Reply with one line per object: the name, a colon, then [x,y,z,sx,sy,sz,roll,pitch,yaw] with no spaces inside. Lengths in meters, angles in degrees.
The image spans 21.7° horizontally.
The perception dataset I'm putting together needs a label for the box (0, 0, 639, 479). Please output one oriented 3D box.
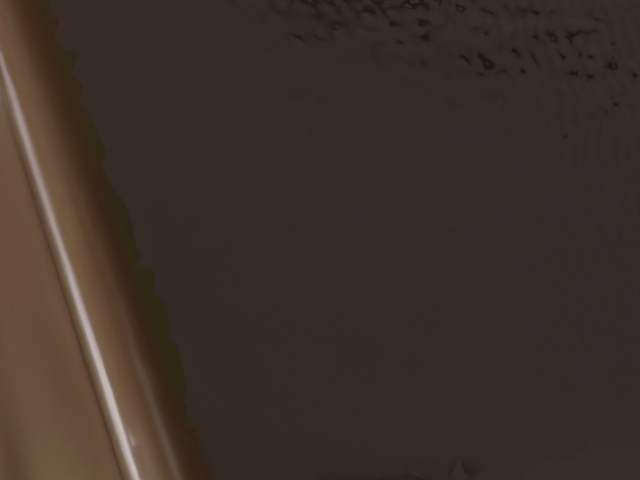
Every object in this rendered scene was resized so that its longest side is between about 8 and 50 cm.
box: [0.000,0.000,0.543,0.229,0.339,0.239,-10,154,-23]
